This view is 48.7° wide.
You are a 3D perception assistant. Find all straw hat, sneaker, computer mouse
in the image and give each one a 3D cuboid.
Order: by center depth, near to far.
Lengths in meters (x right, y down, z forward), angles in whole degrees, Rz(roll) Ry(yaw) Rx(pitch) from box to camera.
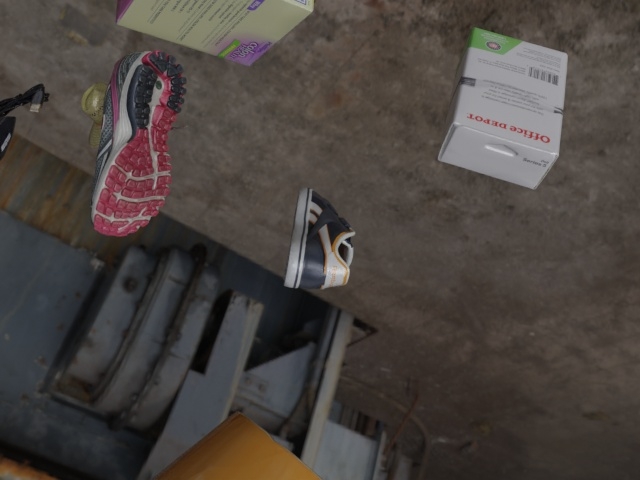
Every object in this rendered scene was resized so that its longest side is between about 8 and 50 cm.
[{"bbox_3d":[-0.301,-0.152,1.129,0.112,0.298,0.121,13,177,39],"label":"sneaker"},{"bbox_3d":[-0.376,-0.236,1.219,0.145,0.144,0.061,-14,140,38],"label":"straw hat"},{"bbox_3d":[0.000,0.000,1.416,0.128,0.321,0.126,8,121,-3],"label":"sneaker"},{"bbox_3d":[-0.672,-0.233,1.526,0.184,0.261,0.060,-17,131,23],"label":"computer mouse"}]

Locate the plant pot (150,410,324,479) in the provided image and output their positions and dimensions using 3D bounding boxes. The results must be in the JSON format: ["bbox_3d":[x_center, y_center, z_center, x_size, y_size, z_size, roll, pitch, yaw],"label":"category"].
[{"bbox_3d":[-0.088,0.266,0.633,0.205,0.188,0.205,36,163,13],"label":"plant pot"}]

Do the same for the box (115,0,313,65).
[{"bbox_3d":[-0.167,-0.401,1.116,0.243,0.117,0.214,11,162,-31],"label":"box"}]

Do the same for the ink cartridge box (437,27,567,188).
[{"bbox_3d":[0.350,-0.255,1.351,0.199,0.272,0.114,17,147,1],"label":"ink cartridge box"}]
